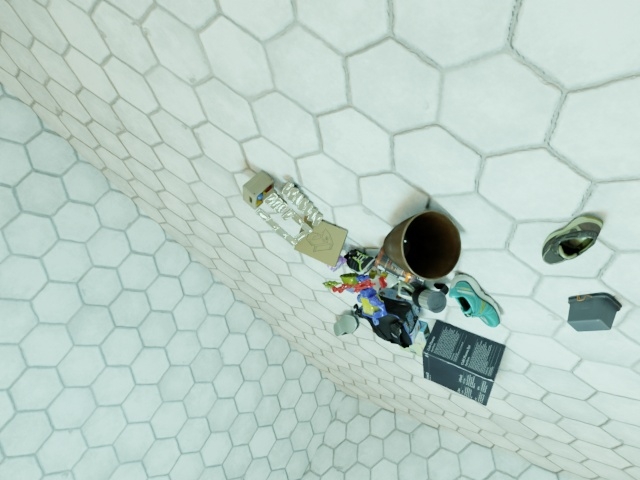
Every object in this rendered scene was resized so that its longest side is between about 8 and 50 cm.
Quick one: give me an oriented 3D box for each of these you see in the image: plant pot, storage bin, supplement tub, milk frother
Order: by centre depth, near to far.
[{"bbox_3d":[0.816,0.219,1.282,0.098,0.091,0.135,39,152,-12],"label":"storage bin"},{"bbox_3d":[0.308,0.015,1.409,0.215,0.215,0.230,40,168,-14],"label":"plant pot"},{"bbox_3d":[0.311,0.095,1.614,0.197,0.106,0.106,27,153,14],"label":"supplement tub"},{"bbox_3d":[0.406,0.195,1.637,0.143,0.129,0.134,31,173,-11],"label":"milk frother"}]

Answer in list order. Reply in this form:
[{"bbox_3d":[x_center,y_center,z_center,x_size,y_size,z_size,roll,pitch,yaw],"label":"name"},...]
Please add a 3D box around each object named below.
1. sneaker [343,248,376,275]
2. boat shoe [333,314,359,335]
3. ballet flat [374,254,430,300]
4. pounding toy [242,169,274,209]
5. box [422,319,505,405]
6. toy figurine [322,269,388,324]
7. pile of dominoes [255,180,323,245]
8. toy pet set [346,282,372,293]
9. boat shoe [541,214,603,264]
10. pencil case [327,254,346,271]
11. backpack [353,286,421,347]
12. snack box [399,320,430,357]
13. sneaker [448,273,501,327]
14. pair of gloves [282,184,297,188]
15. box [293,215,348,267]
[{"bbox_3d":[0.153,0.085,1.772,0.097,0.084,0.234,51,163,-9],"label":"sneaker"},{"bbox_3d":[0.166,0.486,2.458,0.302,0.091,0.115,141,118,-64],"label":"boat shoe"},{"bbox_3d":[0.326,0.168,1.730,0.280,0.096,0.095,34,155,-1],"label":"ballet flat"},{"bbox_3d":[-0.237,-0.193,1.728,0.100,0.130,0.141,41,155,11],"label":"pounding toy"},{"bbox_3d":[0.649,0.566,1.951,0.312,0.179,0.343,18,150,26],"label":"box"},{"bbox_3d":[0.170,0.257,1.765,0.362,0.191,0.217,-5,108,68],"label":"toy figurine"},{"bbox_3d":[-0.121,-0.112,1.712,0.196,0.040,0.251,-36,124,15],"label":"pile of dominoes"},{"bbox_3d":[0.186,0.235,2.032,0.114,0.065,0.122,26,152,14],"label":"toy pet set"},{"bbox_3d":[0.658,0.015,1.130,0.080,0.073,0.224,29,153,9],"label":"boat shoe"},{"bbox_3d":[0.020,0.040,1.821,0.206,0.086,0.088,46,129,12],"label":"pencil case"},{"bbox_3d":[0.329,0.351,1.914,0.276,0.213,0.263,15,141,44],"label":"backpack"},{"bbox_3d":[0.472,0.495,2.160,0.187,0.060,0.322,15,148,34],"label":"snack box"},{"bbox_3d":[0.567,0.244,1.578,0.275,0.110,0.107,42,152,-18],"label":"sneaker"},{"bbox_3d":[-0.108,-0.197,1.692,0.074,0.010,0.083,10,148,37],"label":"pair of gloves"},{"bbox_3d":[0.000,0.000,1.768,0.201,0.165,0.021,24,-166,19],"label":"box"}]
